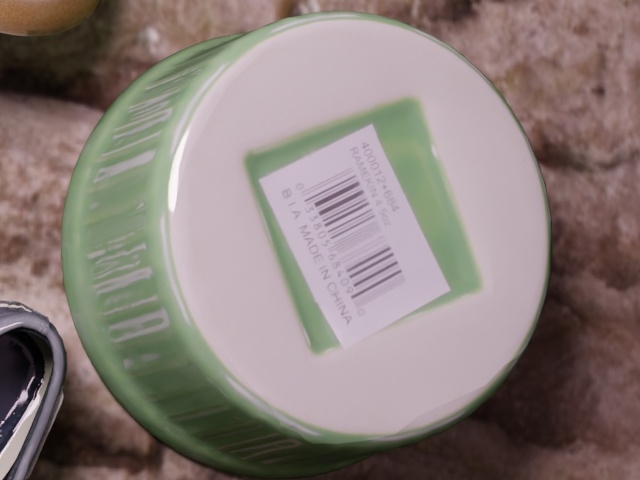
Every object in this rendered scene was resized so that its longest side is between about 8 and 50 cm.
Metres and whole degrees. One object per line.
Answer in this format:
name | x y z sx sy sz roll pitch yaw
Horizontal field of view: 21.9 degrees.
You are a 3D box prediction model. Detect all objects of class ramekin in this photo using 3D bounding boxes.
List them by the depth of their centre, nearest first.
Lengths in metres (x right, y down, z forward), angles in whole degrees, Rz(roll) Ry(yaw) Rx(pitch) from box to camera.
ramekin | 0.000 0.000 1.057 0.303 0.148 0.303 3 82 -24

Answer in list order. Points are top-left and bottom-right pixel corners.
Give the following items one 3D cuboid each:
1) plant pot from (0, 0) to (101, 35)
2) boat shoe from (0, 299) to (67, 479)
plant pot | -0.213 -0.229 0.989 0.236 0.032 0.236 32 39 -29
boat shoe | -0.252 0.167 0.948 0.116 0.099 0.319 40 69 -15
